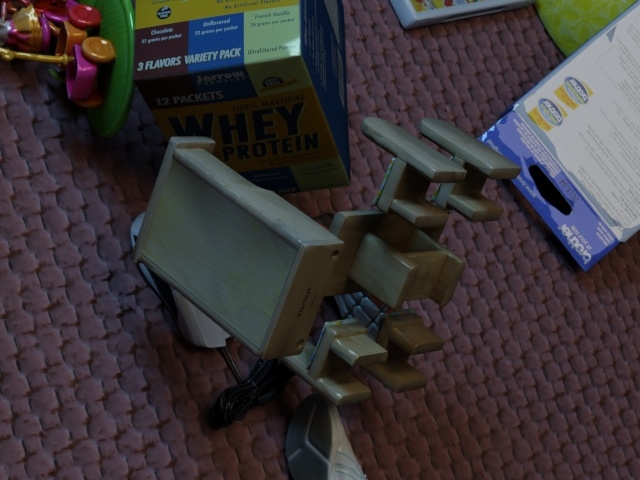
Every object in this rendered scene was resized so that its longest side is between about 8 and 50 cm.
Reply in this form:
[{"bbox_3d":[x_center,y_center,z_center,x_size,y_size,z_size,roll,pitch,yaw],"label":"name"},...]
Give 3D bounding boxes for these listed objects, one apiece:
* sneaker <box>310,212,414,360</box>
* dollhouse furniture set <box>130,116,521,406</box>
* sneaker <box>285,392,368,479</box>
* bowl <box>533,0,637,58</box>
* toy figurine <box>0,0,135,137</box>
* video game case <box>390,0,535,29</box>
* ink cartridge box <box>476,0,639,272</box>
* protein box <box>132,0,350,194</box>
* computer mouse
[{"bbox_3d":[0.042,0.036,1.364,0.158,0.061,0.065,52,40,-2],"label":"sneaker"},{"bbox_3d":[0.000,0.000,1.217,0.161,0.212,0.242,36,25,34],"label":"dollhouse furniture set"},{"bbox_3d":[0.013,0.201,1.261,0.061,0.053,0.152,10,62,-50],"label":"sneaker"},{"bbox_3d":[0.392,-0.308,1.748,0.289,0.156,0.289,18,56,-28],"label":"bowl"},{"bbox_3d":[-0.249,-0.164,1.238,0.159,0.130,0.173,0,43,-26],"label":"toy figurine"},{"bbox_3d":[0.117,-0.343,1.652,0.206,0.026,0.227,-17,77,-41],"label":"video game case"},{"bbox_3d":[0.326,-0.128,1.600,0.311,0.065,0.186,-40,91,-14],"label":"ink cartridge box"},{"bbox_3d":[-0.061,-0.170,1.281,0.136,0.201,0.200,-7,61,10],"label":"protein box"},{"bbox_3d":[-0.092,0.052,1.264,0.106,0.042,0.193,-28,84,-42],"label":"computer mouse"}]
